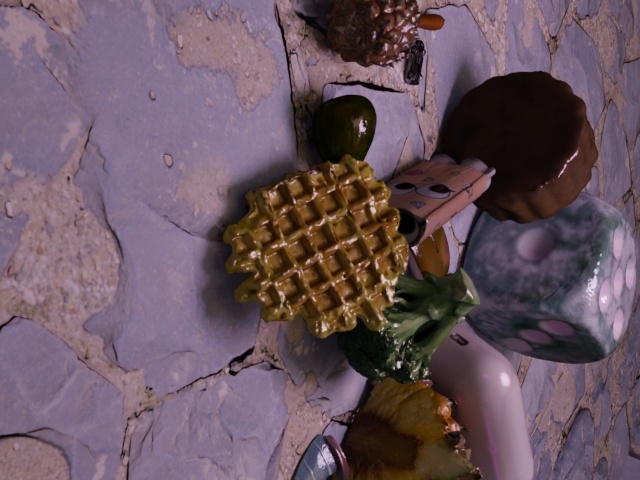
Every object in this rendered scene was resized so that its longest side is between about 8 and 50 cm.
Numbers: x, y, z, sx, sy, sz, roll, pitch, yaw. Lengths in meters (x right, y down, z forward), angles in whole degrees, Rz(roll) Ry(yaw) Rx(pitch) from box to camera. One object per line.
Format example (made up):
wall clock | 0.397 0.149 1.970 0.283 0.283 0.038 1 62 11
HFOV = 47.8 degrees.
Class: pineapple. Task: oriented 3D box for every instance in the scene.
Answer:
pineapple | 0.104 -0.386 1.261 0.193 0.166 0.166 -45 127 -42
pineapple | 0.197 0.442 1.363 0.209 0.286 0.344 51 56 -42

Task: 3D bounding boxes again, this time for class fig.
fig | 0.039 -0.164 1.251 0.117 0.117 0.177 -35 137 -45

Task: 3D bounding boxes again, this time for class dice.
dice | 0.563 0.092 1.761 0.348 0.328 0.330 45 60 -45

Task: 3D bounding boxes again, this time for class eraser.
eraser | 0.203 -0.084 1.410 0.290 0.171 0.087 -33 127 -45

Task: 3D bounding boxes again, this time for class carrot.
carrot | 0.215 -0.451 1.498 0.142 0.035 0.035 -19 109 -42

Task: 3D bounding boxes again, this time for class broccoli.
broccoli | 0.143 0.122 1.282 0.270 0.270 0.270 46 32 -40

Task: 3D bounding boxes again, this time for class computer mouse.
computer mouse | 0.225 0.021 1.542 0.126 0.056 0.245 -50 129 -38

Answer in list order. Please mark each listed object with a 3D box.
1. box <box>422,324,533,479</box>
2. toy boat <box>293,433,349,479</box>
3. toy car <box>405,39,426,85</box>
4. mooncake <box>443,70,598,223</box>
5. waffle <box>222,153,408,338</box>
box | 0.321 0.355 1.529 0.141 0.288 0.349 -22 114 -16
toy boat | -0.012 0.407 1.291 0.122 0.034 0.096 -19 80 -36
toy car | 0.194 -0.365 1.482 0.041 0.025 0.093 6 92 -54
mooncake | 0.438 -0.198 1.587 0.187 0.324 0.324 36 66 -53
waffle | -0.001 0.001 1.144 0.312 0.060 0.307 11 72 -24
